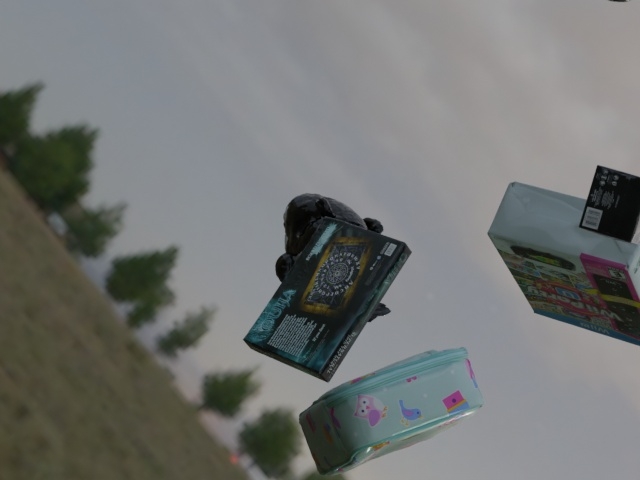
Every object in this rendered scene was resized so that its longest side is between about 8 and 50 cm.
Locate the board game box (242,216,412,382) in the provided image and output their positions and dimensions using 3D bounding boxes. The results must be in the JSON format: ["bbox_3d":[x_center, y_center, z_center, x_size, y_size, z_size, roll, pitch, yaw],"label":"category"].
[{"bbox_3d":[0.008,0.065,1.920,0.126,0.186,0.026,20,-21,39],"label":"board game box"}]

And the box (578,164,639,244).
[{"bbox_3d":[0.275,-0.032,1.522,0.052,0.062,0.083,18,4,17],"label":"box"}]

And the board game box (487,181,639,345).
[{"bbox_3d":[0.400,0.041,2.457,0.224,0.098,0.303,17,-17,28],"label":"board game box"}]

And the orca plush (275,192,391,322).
[{"bbox_3d":[0.000,0.000,2.115,0.287,0.151,0.102,-94,164,-57],"label":"orca plush"}]

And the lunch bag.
[{"bbox_3d":[0.098,0.231,2.252,0.279,0.224,0.108,131,-62,-71],"label":"lunch bag"}]
